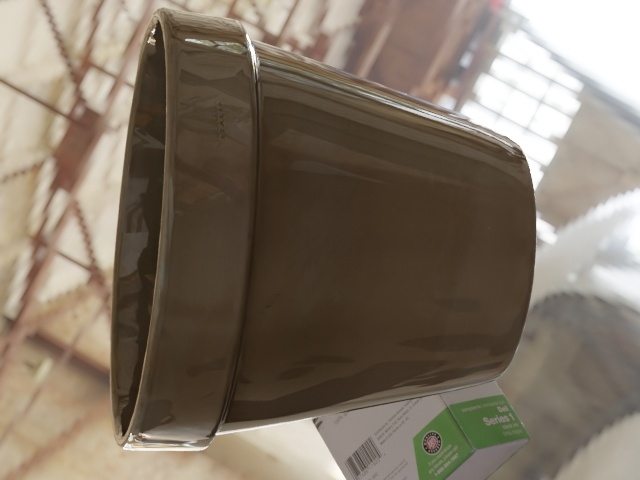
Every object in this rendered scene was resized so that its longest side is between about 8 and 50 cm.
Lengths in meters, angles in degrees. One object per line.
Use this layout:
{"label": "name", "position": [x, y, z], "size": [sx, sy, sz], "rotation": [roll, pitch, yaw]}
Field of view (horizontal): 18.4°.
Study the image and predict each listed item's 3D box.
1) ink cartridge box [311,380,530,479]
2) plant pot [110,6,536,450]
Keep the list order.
{"label": "ink cartridge box", "position": [0.074, 0.145, 1.882], "size": [0.092, 0.219, 0.160], "rotation": [-6, -32, -45]}
{"label": "plant pot", "position": [0.000, 0.000, 1.460], "size": [0.323, 0.280, 0.323], "rotation": [-176, 90, -79]}
